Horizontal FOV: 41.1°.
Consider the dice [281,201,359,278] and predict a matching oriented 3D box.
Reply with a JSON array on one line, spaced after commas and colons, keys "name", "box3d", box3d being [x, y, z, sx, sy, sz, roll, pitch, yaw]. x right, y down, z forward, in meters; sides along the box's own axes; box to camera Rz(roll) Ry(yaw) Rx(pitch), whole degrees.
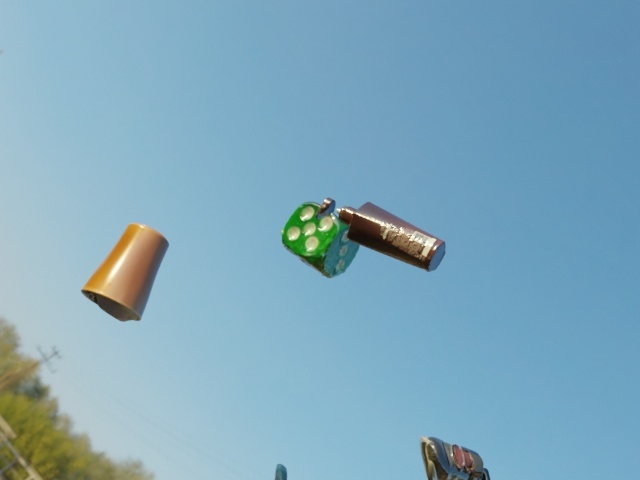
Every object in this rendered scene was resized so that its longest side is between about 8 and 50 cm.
[{"name": "dice", "box3d": [0.000, 0.000, 1.830, 0.131, 0.120, 0.128, 31, -5, 31]}]

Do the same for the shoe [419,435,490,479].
[{"name": "shoe", "box3d": [0.255, 0.426, 1.612, 0.227, 0.112, 0.099, 65, 14, -50]}]

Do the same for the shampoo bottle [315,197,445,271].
[{"name": "shampoo bottle", "box3d": [0.104, -0.016, 1.509, 0.236, 0.068, 0.067, 26, -49, 24]}]

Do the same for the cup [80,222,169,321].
[{"name": "cup", "box3d": [-0.541, 0.099, 2.416, 0.182, 0.264, 0.226, 25, -20, 1]}]

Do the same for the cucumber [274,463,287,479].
[{"name": "cucumber", "box3d": [-0.098, 0.584, 2.095, 0.036, 0.033, 0.184, 50, 3, -7]}]
